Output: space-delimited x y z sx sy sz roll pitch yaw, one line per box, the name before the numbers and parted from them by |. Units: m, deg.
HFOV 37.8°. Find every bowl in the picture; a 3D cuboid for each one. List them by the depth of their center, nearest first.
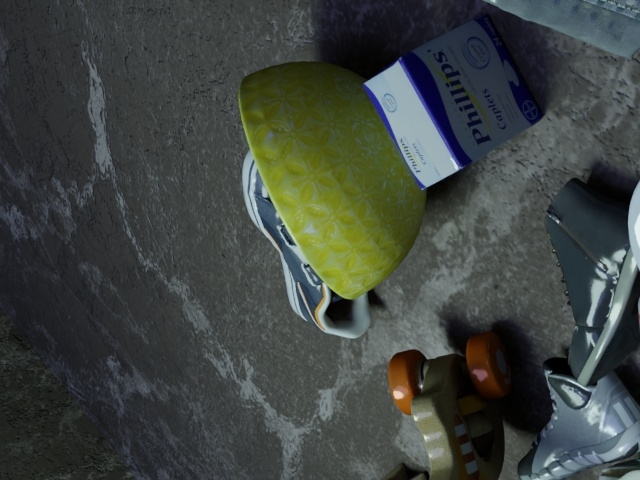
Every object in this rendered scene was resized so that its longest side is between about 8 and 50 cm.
bowl | 0.046 -0.094 1.069 0.156 0.289 0.289 -26 97 15

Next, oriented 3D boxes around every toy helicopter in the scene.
toy helicopter | 0.165 0.291 1.115 0.140 0.355 0.235 -17 114 27

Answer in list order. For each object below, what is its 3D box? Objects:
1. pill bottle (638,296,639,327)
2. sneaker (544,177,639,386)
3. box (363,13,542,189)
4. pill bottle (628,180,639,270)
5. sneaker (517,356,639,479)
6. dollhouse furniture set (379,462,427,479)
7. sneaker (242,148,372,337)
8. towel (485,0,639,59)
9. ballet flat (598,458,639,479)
pill bottle | 0.361 0.122 0.916 0.087 0.087 0.160 18 131 47
sneaker | 0.283 0.043 0.977 0.118 0.083 0.222 40 137 36
box | 0.136 -0.141 0.949 0.126 0.137 0.072 60 148 -4
pill bottle | 0.331 -0.066 0.571 0.176 0.318 0.176 36 143 32
sneaker | 0.291 0.206 1.109 0.132 0.086 0.229 61 145 12
dollhouse furniture set | 0.185 0.497 1.416 0.262 0.135 0.259 7 123 59
sneaker | 0.000 0.000 1.279 0.127 0.126 0.321 29 149 45
towel | 0.213 -0.272 0.662 0.312 0.056 0.324 17 145 -3
ballet flat | 0.351 0.266 1.011 0.087 0.083 0.247 12 161 -2
